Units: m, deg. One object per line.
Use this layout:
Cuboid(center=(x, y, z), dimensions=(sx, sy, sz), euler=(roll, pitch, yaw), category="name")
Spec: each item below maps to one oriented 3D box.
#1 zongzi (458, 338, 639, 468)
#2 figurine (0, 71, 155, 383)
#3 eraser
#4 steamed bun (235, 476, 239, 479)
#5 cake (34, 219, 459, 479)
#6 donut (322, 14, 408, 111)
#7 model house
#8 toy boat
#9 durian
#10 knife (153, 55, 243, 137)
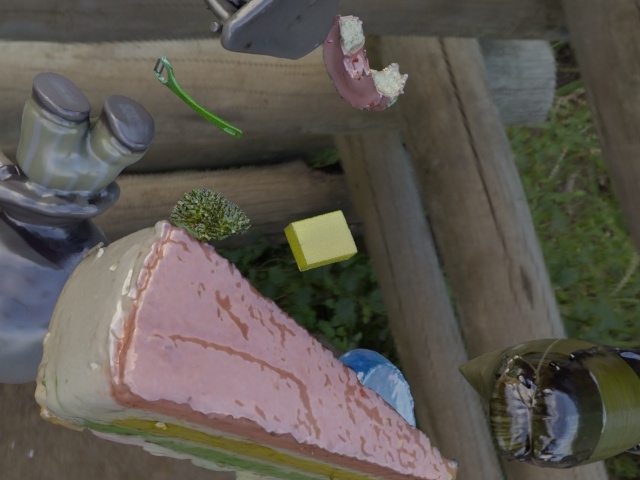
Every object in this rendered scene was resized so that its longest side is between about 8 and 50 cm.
Cuboid(center=(0.234, 0.198, 1.236), dimensions=(0.289, 0.317, 0.154), euler=(7, 85, -48), category="zongzi")
Cuboid(center=(-0.299, 0.005, 1.049), dimensions=(0.248, 0.380, 0.203), euler=(-5, 42, -46), category="figurine")
Cuboid(center=(0.000, 0.000, 1.964), dimensions=(0.122, 0.045, 0.097), euler=(-13, 76, -30), category="eraser")
Cuboid(center=(-0.003, 0.376, 1.388), dimensions=(0.273, 0.272, 0.290), euler=(15, 46, 2), category="steamed bun")
Cuboid(center=(-0.041, 0.096, 0.508), dimensions=(0.225, 0.109, 0.090), euler=(42, 49, -23), category="cake")
Cuboid(center=(0.063, -0.272, 1.552), dimensions=(0.065, 0.117, 0.166), euler=(-25, 81, -31), category="donut")
Cuboid(center=(-0.084, -0.356, 1.330), dimensions=(0.229, 0.122, 0.188), euler=(-14, 66, -56), category="model house")
Cuboid(center=(0.066, 0.349, 1.727), dimensions=(0.215, 0.123, 0.330), euler=(-27, 116, -41), category="toy boat")
Cuboid(center=(-0.218, -0.055, 1.904), dimensions=(0.137, 0.221, 0.095), euler=(-23, 115, -17), category="durian")
Cuboid(center=(-0.185, -0.205, 1.451), dimensions=(0.166, 0.078, 0.022), euler=(42, 75, -7), category="knife")
